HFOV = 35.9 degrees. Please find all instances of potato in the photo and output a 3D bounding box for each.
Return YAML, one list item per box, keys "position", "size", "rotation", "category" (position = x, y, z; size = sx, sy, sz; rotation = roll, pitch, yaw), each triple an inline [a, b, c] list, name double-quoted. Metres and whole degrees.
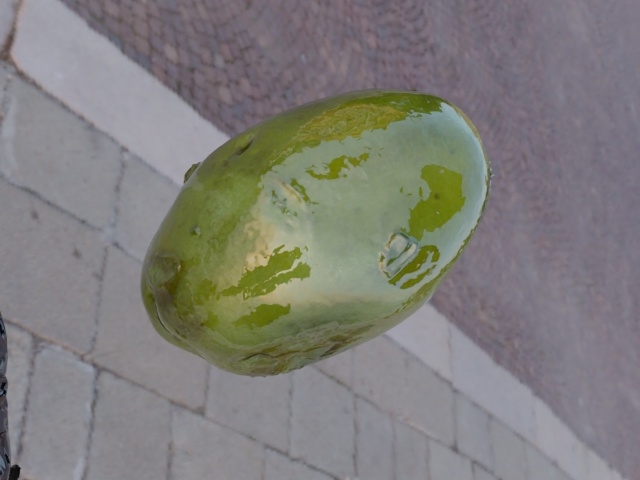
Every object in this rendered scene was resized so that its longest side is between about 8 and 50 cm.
- position: [0.000, 0.000, 0.661]
  size: [0.186, 0.253, 0.148]
  rotation: [47, 13, -40]
  category: "potato"

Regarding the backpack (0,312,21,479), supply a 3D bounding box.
- position: [-0.243, 0.079, 0.580]
  size: [0.120, 0.106, 0.165]
  rotation: [-6, 84, -22]
  category: "backpack"
